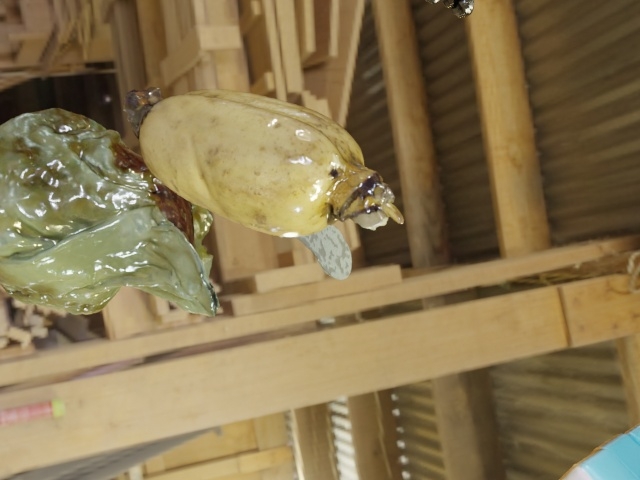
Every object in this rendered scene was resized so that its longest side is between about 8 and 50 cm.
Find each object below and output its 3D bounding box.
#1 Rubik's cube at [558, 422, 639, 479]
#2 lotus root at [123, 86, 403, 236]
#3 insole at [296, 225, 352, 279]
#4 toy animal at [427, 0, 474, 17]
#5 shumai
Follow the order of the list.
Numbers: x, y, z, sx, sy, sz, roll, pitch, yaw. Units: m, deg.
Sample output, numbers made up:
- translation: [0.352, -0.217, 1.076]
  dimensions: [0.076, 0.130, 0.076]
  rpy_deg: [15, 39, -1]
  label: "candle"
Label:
- translation: [0.342, 0.421, 0.991]
  dimensions: [0.290, 0.292, 0.291]
  rpy_deg: [47, -66, 26]
  label: "Rubik's cube"
- translation: [-0.027, -0.036, 0.421]
  dimensions: [0.152, 0.072, 0.063]
  rpy_deg: [21, -77, 20]
  label: "lotus root"
- translation: [0.000, 0.000, 1.227]
  dimensions: [0.006, 0.193, 0.065]
  rpy_deg: [5, -113, 32]
  label: "insole"
- translation: [0.071, -0.314, 0.896]
  dimensions: [0.117, 0.210, 0.121]
  rpy_deg: [40, -61, 49]
  label: "toy animal"
- translation: [-0.279, -0.006, 1.145]
  dimensions: [0.288, 0.330, 0.292]
  rpy_deg: [33, -92, 31]
  label: "shumai"
